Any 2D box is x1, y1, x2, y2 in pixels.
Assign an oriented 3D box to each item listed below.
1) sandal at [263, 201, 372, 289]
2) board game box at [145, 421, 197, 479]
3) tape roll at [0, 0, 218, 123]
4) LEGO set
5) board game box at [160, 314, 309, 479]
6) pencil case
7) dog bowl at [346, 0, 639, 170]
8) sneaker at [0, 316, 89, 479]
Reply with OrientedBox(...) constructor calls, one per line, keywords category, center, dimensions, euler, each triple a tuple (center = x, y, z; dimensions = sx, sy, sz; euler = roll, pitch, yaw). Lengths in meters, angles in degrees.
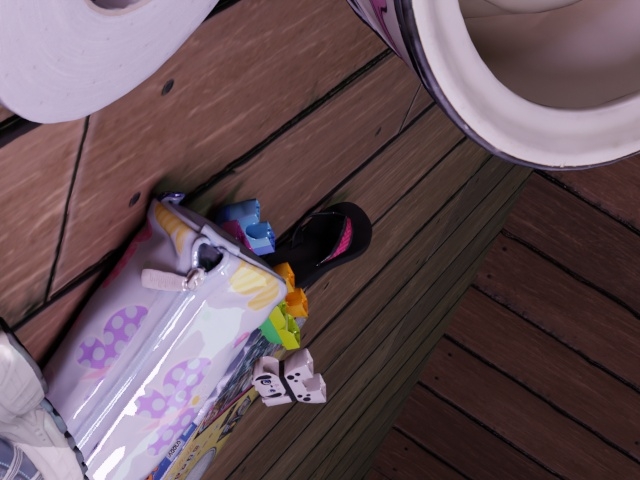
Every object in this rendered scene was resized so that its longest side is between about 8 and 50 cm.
OrientedBox(category="sandal", center=(0.000, 0.000, 1.266), dimensions=(0.179, 0.067, 0.040), euler=(-38, 147, -49))
OrientedBox(category="board game box", center=(-0.187, 0.235, 1.029), dimensions=(0.201, 0.035, 0.136), euler=(-50, -177, 37))
OrientedBox(category="tape roll", center=(-0.087, -0.157, 0.501), dimensions=(0.219, 0.072, 0.219), euler=(-54, 168, -17))
OrientedBox(category="LEGO set", center=(-0.073, 0.048, 1.042), dimensions=(0.227, 0.093, 0.087), euler=(65, 18, -45))
OrientedBox(category="board game box", center=(-0.108, 0.160, 1.295), dimensions=(0.243, 0.042, 0.165), euler=(-56, 168, -2))
OrientedBox(category="pencil case", center=(-0.136, 0.104, 0.862), dimensions=(0.273, 0.113, 0.124), euler=(-55, -164, 0))
OrientedBox(category="dog bowl", center=(0.158, -0.252, 0.705), dimensions=(0.408, 0.150, 0.408), euler=(-22, 131, -28))
OrientedBox(category="sneaker", center=(-0.210, 0.099, 0.669), dimensions=(0.122, 0.110, 0.283), euler=(-34, 159, -16))
